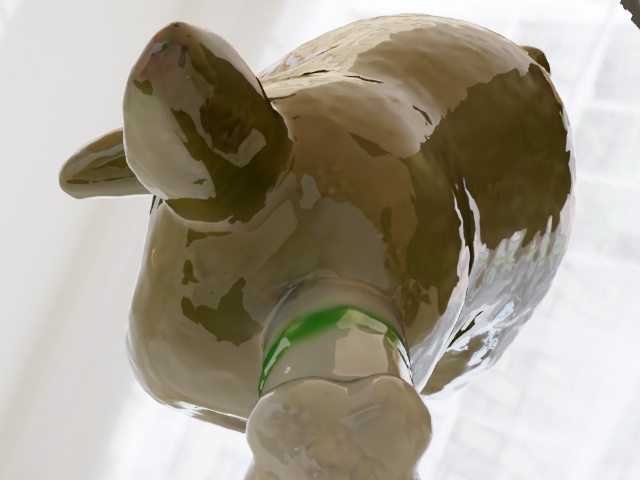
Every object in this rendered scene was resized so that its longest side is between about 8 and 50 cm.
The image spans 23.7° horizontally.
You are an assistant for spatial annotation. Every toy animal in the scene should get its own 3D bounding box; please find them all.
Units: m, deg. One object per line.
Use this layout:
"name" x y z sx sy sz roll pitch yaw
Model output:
"toy animal" -0.011 0.008 0.578 0.181 0.180 0.363 54 -153 2

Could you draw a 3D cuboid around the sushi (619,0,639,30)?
"sushi" 0.261 -0.047 0.639 0.294 0.059 0.292 54 150 9
